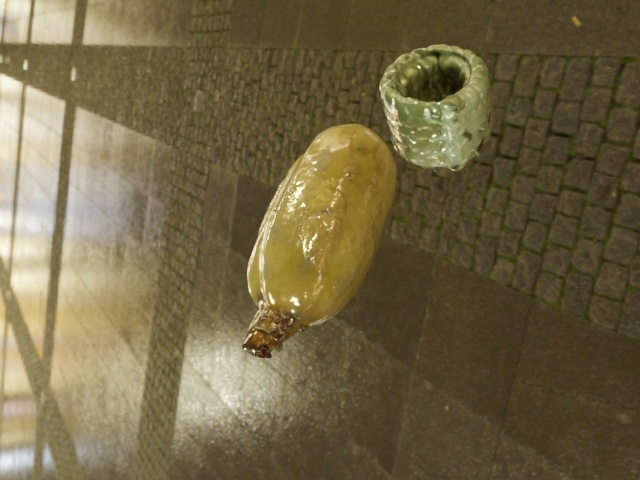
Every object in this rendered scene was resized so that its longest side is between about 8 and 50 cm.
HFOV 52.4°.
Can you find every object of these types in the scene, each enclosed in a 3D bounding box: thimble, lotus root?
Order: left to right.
[{"bbox_3d":[0.000,0.000,0.823,0.169,0.151,0.343,-42,23,59],"label":"lotus root"},{"bbox_3d":[0.093,-0.105,0.511,0.110,0.084,0.062,-105,-4,-51],"label":"thimble"}]
